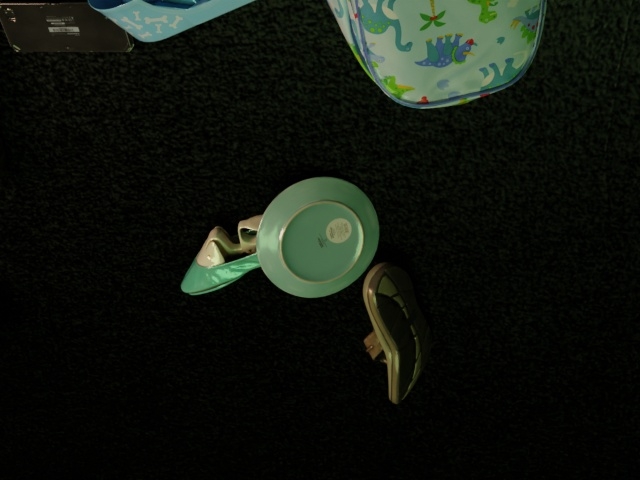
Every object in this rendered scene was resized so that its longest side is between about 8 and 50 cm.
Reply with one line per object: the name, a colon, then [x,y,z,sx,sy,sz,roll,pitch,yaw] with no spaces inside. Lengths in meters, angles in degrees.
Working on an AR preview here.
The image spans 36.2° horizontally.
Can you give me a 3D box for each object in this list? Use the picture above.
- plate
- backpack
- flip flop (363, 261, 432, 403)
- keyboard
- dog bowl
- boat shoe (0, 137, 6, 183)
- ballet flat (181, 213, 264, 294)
plate: [0.000,0.000,1.419,0.188,0.024,0.188,-6,112,-15]
backpack: [0.116,-0.318,1.048,0.290,0.273,0.356,-14,144,-7]
flip flop: [0.106,0.142,1.539,0.080,0.112,0.277,15,140,36]
keyboard: [-0.344,-0.300,1.305,0.180,0.023,0.108,2,137,10]
dog bowl: [-0.133,-0.328,1.146,0.297,0.166,0.074,-17,136,25]
boat shoe: [-0.550,-0.189,1.383,0.119,0.123,0.324,6,131,12]
ballet flat: [-0.118,0.007,1.480,0.247,0.083,0.087,-19,125,19]
